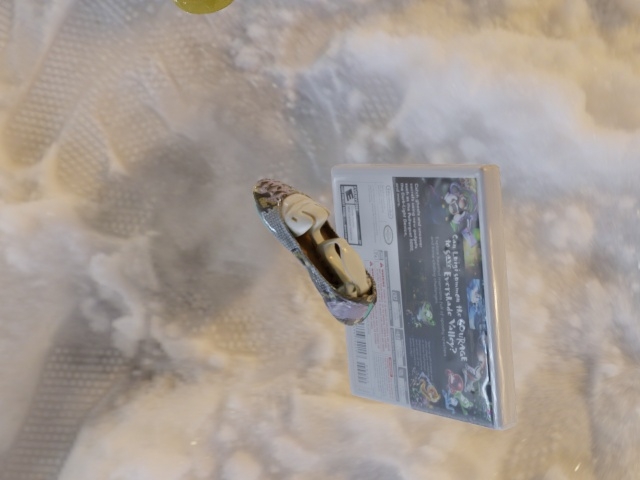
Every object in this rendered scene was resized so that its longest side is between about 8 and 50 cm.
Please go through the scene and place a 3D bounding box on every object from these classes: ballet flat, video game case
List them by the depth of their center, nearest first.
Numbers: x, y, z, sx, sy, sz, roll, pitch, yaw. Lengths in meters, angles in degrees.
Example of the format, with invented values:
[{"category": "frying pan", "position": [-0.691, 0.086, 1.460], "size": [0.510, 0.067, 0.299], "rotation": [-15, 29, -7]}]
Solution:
[{"category": "ballet flat", "position": [0.000, 0.000, 0.781], "size": [0.041, 0.041, 0.114], "rotation": [-37, 81, 8]}, {"category": "video game case", "position": [0.075, 0.037, 0.924], "size": [0.173, 0.022, 0.190], "rotation": [5, 102, 53]}]

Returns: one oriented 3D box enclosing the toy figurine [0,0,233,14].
[{"category": "toy figurine", "position": [-0.113, -0.221, 0.613], "size": [0.148, 0.209, 0.213], "rotation": [54, 130, 31]}]
